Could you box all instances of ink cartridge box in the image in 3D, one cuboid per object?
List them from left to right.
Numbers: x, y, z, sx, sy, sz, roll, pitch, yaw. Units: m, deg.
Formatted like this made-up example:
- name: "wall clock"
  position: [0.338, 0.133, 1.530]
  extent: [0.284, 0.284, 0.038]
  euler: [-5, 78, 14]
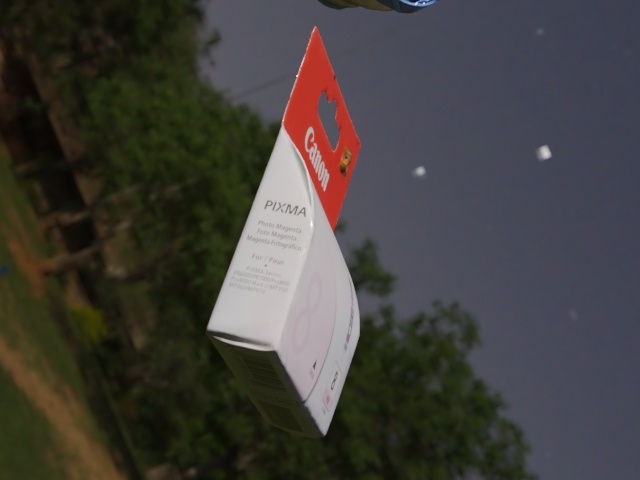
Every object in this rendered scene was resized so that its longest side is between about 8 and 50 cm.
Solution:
- name: "ink cartridge box"
  position: [0.000, 0.000, 1.139]
  extent: [0.066, 0.232, 0.189]
  euler: [17, -20, 18]

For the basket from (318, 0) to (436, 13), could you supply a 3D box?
- name: "basket"
  position: [0.065, -0.308, 1.255]
  extent: [0.201, 0.254, 0.289]
  euler: [32, -15, -15]
